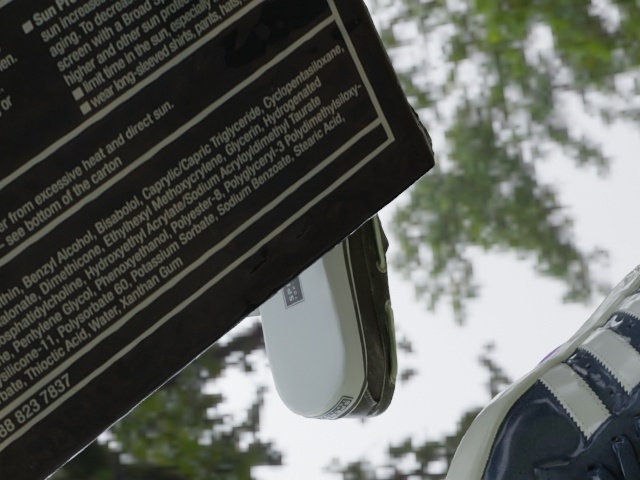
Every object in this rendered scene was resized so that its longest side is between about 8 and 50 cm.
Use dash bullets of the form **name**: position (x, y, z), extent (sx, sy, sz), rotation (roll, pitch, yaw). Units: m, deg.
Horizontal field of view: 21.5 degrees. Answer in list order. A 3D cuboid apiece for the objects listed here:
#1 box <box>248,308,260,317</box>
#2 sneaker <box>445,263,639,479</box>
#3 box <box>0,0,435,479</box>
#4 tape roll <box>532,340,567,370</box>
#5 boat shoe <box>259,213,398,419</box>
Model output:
- **box**: position (-0.147, 0.009, 1.265), extent (0.145, 0.186, 0.038), rotation (-108, 13, -47)
- **sneaker**: position (0.182, 0.085, 0.814), extent (0.131, 0.148, 0.350), rotation (53, -138, -11)
- **box**: position (-0.154, -0.084, 0.684), extent (0.296, 0.182, 0.294), rotation (-38, -58, -23)
- **tape roll**: position (0.278, 0.198, 1.348), extent (0.275, 0.274, 0.090), rotation (66, -148, -26)
- **boat shoe**: position (0.000, 0.000, 1.005), extent (0.070, 0.077, 0.219), rotation (9, -111, -49)
